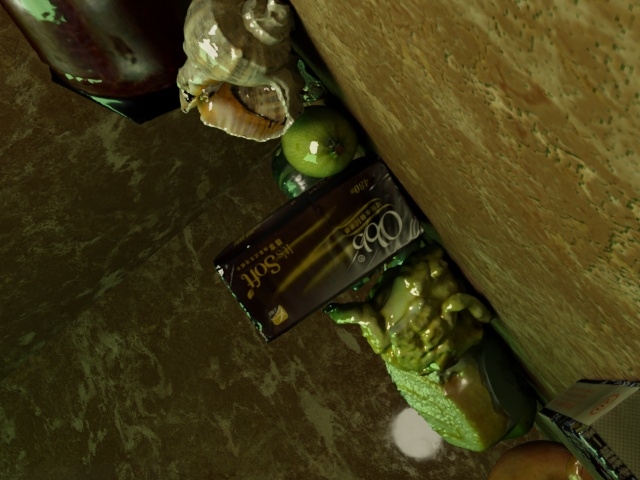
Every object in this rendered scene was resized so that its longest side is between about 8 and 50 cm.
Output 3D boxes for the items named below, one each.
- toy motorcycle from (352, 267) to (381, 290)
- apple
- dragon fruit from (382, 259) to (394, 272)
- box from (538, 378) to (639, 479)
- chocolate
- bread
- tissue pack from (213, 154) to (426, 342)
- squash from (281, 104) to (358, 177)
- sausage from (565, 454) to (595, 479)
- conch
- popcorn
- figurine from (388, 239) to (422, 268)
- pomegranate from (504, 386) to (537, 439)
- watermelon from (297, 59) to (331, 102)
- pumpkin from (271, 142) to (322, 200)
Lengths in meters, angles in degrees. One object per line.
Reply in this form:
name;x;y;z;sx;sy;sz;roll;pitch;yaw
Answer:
toy motorcycle;0.080;-0.016;1.303;0.237;0.168;0.410;58;-149;-2
apple;0.639;0.741;1.450;0.364;0.364;0.364;51;-177;-3
dragon fruit;0.291;0.143;1.566;0.151;0.205;0.317;13;131;26
box;0.353;0.253;0.563;0.198;0.084;0.310;52;-177;21
chocolate;-0.352;-0.426;0.820;0.384;0.383;0.331;51;-179;6
bread;0.352;0.329;1.340;0.395;0.239;0.264;51;149;-11
tissue pack;0.000;0.000;1.016;0.198;0.369;0.210;55;-177;-4
squash;-0.004;-0.180;0.936;0.132;0.132;0.247;50;-179;-13
sausage;0.626;0.558;1.097;0.271;0.109;0.109;51;-177;6
conch;-0.112;-0.273;0.782;0.210;0.159;0.291;30;163;-27
popcorn;0.207;0.151;1.079;0.237;0.292;0.293;57;-177;6
figurine;0.249;0.070;1.243;0.178;0.109;0.129;45;163;-33
pomegranate;0.527;0.496;1.527;0.198;0.198;0.246;51;-153;7
watermelon;-0.067;-0.278;0.932;0.158;0.121;0.098;-133;24;-65
pumpkin;-0.011;-0.178;1.532;0.300;0.207;0.300;53;-163;-23
